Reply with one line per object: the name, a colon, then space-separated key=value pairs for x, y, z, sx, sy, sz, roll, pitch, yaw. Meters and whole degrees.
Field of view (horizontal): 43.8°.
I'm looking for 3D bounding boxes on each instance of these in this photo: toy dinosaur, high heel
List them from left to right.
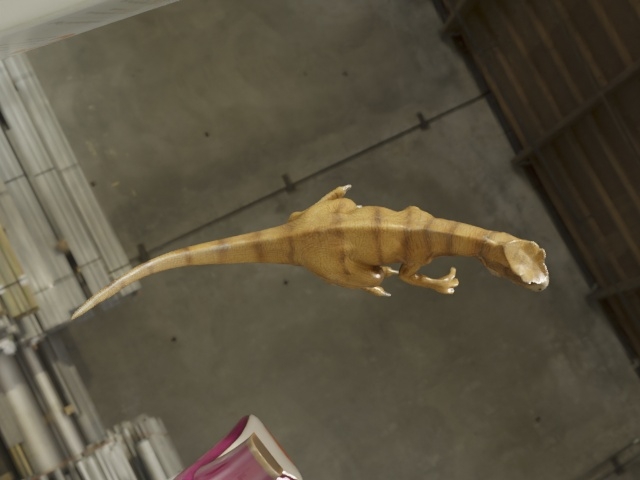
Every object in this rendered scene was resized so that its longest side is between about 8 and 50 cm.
high heel: x=-0.130 y=0.326 z=1.036 sx=0.127 sy=0.181 sz=0.377 roll=50 pitch=-7 yaw=15
toy dinosaur: x=0.000 y=0.000 z=0.390 sx=0.112 sy=0.212 sz=0.064 roll=13 pitch=73 yaw=-84

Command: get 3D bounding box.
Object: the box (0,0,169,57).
box: x=-0.122 y=-0.240 z=0.508 sx=0.215 sy=0.345 sz=0.168 roll=-92 pitch=164 yaw=-74
